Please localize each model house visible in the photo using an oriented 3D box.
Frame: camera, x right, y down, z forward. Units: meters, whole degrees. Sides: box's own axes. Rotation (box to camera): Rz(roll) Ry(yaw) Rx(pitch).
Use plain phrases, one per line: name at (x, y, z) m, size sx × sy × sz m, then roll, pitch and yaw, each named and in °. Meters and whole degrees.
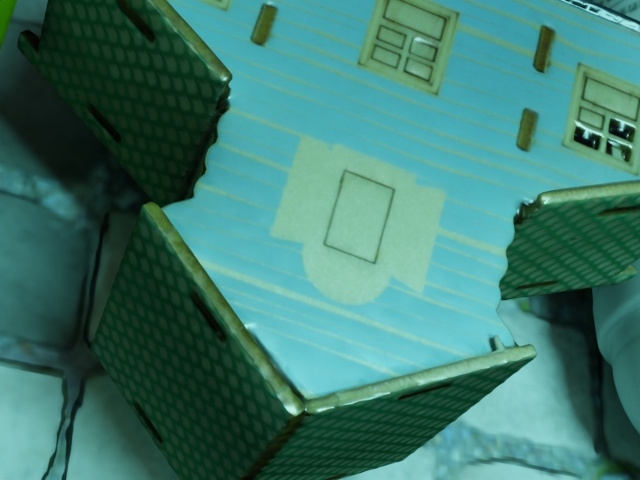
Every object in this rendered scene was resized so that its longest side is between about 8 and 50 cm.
model house at (0.000, 0.000, 0.493) m, size 0.271 × 0.178 × 0.207 m, roll 22°, pitch 59°, yaw -11°

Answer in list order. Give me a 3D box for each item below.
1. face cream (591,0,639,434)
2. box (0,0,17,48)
face cream at (0.195, 0.017, 0.595) m, size 0.145 × 0.145 × 0.370 m, roll 12°, pitch 60°, yaw -18°
box at (-0.165, -0.095, 0.374) m, size 0.187 × 0.335 × 0.047 m, roll -26°, pitch 79°, yaw -33°
